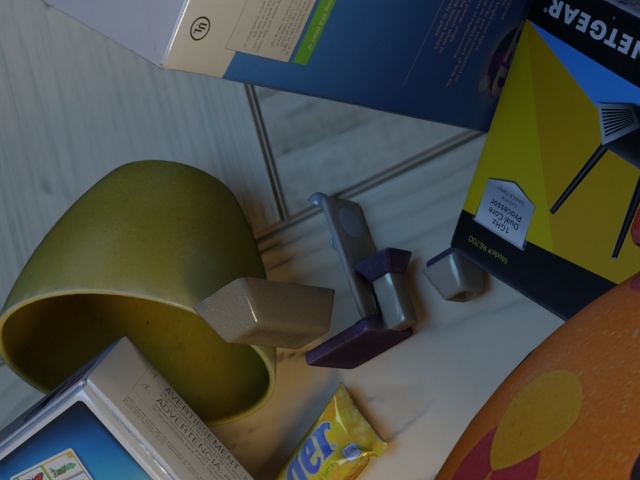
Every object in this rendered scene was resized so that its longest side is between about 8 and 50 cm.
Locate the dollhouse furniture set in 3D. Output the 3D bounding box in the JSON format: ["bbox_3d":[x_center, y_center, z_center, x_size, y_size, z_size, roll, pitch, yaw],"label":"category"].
[{"bbox_3d":[0.000,0.000,0.831,0.091,0.114,0.081,-32,64,33],"label":"dollhouse furniture set"}]

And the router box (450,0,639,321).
[{"bbox_3d":[0.148,-0.016,0.748,0.179,0.046,0.133,33,118,35],"label":"router box"}]

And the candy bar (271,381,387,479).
[{"bbox_3d":[-0.023,0.140,0.896,0.040,0.018,0.161,49,114,28],"label":"candy bar"}]

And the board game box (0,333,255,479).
[{"bbox_3d":[-0.138,0.202,0.901,0.305,0.053,0.193,-37,98,29],"label":"board game box"}]

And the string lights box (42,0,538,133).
[{"bbox_3d":[0.021,-0.124,0.731,0.076,0.259,0.133,30,104,33],"label":"string lights box"}]

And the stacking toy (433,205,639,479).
[{"bbox_3d":[0.241,-0.027,0.546,0.350,0.350,0.480,21,90,36],"label":"stacking toy"}]

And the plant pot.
[{"bbox_3d":[-0.081,0.018,0.892,0.134,0.134,0.095,-16,51,35],"label":"plant pot"}]
